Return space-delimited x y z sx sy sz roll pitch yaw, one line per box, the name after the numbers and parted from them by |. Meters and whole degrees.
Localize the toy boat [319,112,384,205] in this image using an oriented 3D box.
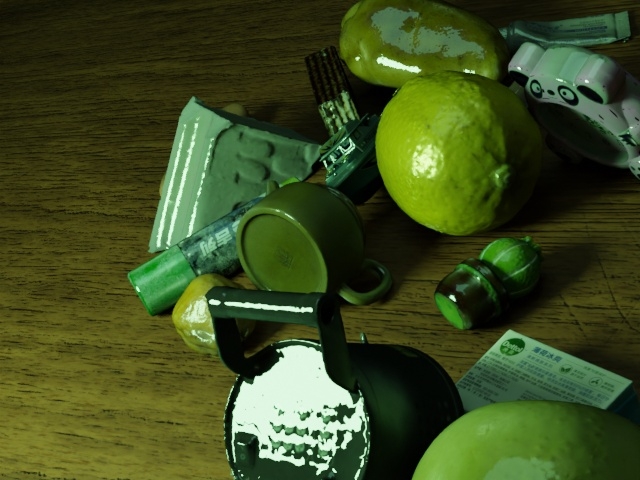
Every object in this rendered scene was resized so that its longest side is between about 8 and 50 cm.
0.074 -0.146 1.874 0.114 0.122 0.296 -40 3 41 | toy boat

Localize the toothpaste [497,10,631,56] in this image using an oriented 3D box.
0.436 -0.387 2.084 0.283 0.068 0.099 -5 64 16 | toothpaste

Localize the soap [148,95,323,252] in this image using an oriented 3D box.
-0.152 -0.084 2.044 0.159 0.258 0.302 25 101 49 | soap

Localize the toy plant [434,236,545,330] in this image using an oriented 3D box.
0.242 0.053 1.546 0.162 0.092 0.093 -35 34 -15 | toy plant

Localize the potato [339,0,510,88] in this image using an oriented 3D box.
0.189 -0.368 2.079 0.369 0.176 0.195 20 29 31 | potato

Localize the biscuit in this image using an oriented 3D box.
0.028 -0.279 2.143 0.070 0.106 0.252 -22 32 6 | biscuit

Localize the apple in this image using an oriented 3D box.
0.216 0.299 1.069 0.292 0.292 0.254 -3 43 29 | apple

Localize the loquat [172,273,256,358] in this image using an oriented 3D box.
-0.161 0.118 1.703 0.137 0.113 0.137 -12 65 28 | loquat

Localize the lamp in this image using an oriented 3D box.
0.035 0.206 1.280 0.205 0.373 0.272 1 14 36 | lamp

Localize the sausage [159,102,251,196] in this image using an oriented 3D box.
-0.223 -0.169 2.168 0.086 0.086 0.289 1 40 34 | sausage

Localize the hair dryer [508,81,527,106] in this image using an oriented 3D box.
0.394 -0.229 1.883 0.182 0.064 0.117 11 47 35 | hair dryer

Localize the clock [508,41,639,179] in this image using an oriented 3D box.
0.403 -0.192 1.644 0.228 0.248 0.090 23 76 50 | clock

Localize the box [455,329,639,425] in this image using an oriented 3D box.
0.264 0.203 1.334 0.139 0.073 0.194 -40 35 -22 | box

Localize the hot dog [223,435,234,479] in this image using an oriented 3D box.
-0.062 0.242 1.490 0.144 0.075 0.268 -19 34 8 | hot dog

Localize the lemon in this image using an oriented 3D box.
0.206 -0.138 1.701 0.245 0.245 0.320 -30 29 -9 | lemon

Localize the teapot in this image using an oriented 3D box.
0.000 0.000 1.709 0.268 0.185 0.175 39 48 15 | teapot

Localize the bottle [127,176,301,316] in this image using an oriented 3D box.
-0.161 0.011 1.866 0.330 0.093 0.093 -31 33 -9 | bottle

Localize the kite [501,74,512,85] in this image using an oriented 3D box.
0.282 -0.280 2.070 0.190 0.010 0.159 -12 33 16 | kite
